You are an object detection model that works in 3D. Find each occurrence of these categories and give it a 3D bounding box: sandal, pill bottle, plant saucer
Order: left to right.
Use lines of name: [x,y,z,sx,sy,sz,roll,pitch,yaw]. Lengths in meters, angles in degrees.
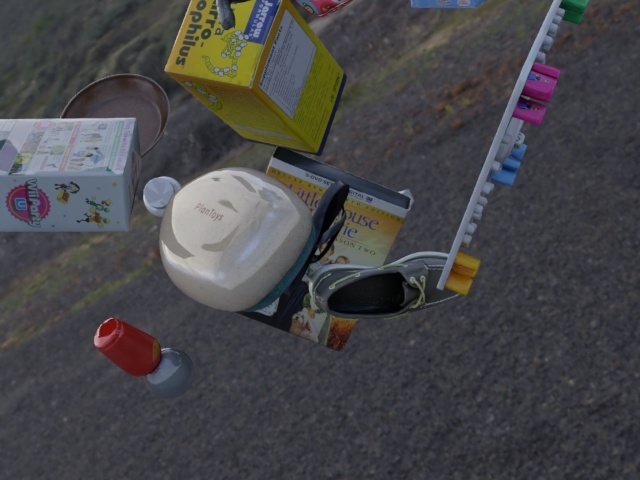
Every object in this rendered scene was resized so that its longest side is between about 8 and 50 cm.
plant saucer: [-0.347,-0.196,1.467,0.198,0.036,0.199,-4,61,8]
pill bottle: [-0.388,-0.104,2.172,0.103,0.103,0.184,-37,-8,-2]
sandal: [0.000,0.001,1.560,0.097,0.054,0.255,95,-160,-57]

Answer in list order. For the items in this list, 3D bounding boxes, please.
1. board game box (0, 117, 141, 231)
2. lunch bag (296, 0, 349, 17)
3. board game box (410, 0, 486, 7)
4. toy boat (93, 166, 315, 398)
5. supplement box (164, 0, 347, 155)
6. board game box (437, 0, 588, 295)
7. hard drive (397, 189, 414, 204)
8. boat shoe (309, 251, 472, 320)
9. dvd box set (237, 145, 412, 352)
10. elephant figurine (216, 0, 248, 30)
board game box: [-0.429,-0.101,1.271,0.303,0.098,0.224,-1,29,-5]
lunch bag: [-0.002,-0.655,1.885,0.120,0.293,0.258,-43,17,-28]
board game box: [0.328,-0.584,2.010,0.160,0.039,0.211,10,30,31]
toy boat: [-0.146,0.053,1.115,0.318,0.148,0.267,-51,38,-5]
supplement box: [-0.115,-0.332,1.716,0.195,0.356,0.194,14,80,24]
board game box: [0.300,-0.164,1.306,0.390,0.050,0.390,-56,-15,-48]
hard drive: [0.040,-0.035,2.210,0.353,0.047,0.233,-13,19,42]
boat shoe: [0.136,0.088,1.539,0.304,0.109,0.091,-4,21,-11]
dvd box set: [-0.019,0.031,1.868,0.062,0.307,0.420,-72,4,-56]
elephant figurine: [-0.053,-0.427,1.209,0.239,0.169,0.186,-20,-18,-46]
